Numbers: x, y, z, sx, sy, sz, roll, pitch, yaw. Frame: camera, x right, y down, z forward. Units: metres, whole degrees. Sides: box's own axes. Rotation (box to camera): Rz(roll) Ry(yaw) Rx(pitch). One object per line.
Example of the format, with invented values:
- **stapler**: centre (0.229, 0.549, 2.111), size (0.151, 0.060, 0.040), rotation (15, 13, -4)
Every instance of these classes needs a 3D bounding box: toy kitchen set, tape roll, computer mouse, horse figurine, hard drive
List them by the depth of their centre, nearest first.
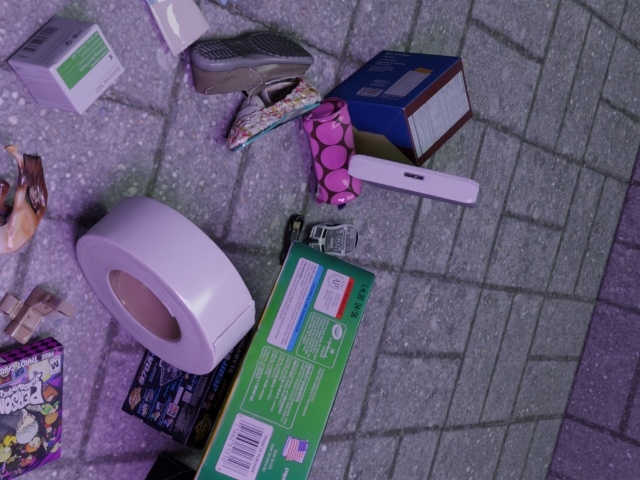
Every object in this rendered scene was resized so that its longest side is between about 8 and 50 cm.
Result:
- **horse figurine**: centre (-0.471, -0.026, 1.290), size (0.263, 0.066, 0.175), rotation (-33, 122, -36)
- **toy kitchen set**: centre (-0.425, 0.110, 1.389), size (0.083, 0.075, 0.068), rotation (-59, 139, -16)
- **tape roll**: centre (-0.236, 0.071, 1.435), size (0.100, 0.286, 0.286), rotation (-46, 135, -30)
- **hard drive**: centre (0.194, -0.111, 1.823), size (0.353, 0.233, 0.047), rotation (0, 103, -80)
- **computer mouse**: centre (0.000, 0.000, 1.898), size (0.193, 0.042, 0.106), rotation (-1, 100, -45)

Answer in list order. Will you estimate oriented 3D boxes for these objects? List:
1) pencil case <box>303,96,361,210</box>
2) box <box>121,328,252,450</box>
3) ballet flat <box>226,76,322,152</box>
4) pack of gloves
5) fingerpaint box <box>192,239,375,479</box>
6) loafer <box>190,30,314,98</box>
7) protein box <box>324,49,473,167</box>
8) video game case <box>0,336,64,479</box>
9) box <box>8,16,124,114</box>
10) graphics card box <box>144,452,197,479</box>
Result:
- **pencil case**: centre (0.020, -0.168, 1.817), size (0.098, 0.095, 0.209), rotation (-16, 123, -6)
- **box**: centre (-0.228, 0.219, 1.591), size (0.051, 0.175, 0.220), rotation (29, 80, -49)
- **ballet flat**: centre (-0.095, -0.231, 1.676), size (0.241, 0.091, 0.077), rotation (-36, 99, -43)
- **pack of gloves**: centre (-0.222, -0.441, 1.470), size (0.195, 0.046, 0.232), rotation (-43, 132, -16)
- **fingerpaint box**: centre (-0.081, 0.290, 1.573), size (0.371, 0.163, 0.445), rotation (115, -3, -55)
- **loafer**: centre (-0.121, -0.297, 1.610), size (0.251, 0.094, 0.087), rotation (-12, 138, -38)
- **protein box**: centre (0.157, -0.264, 1.854), size (0.201, 0.199, 0.136), rotation (-43, 130, -33)
- **video game case**: centre (-0.487, 0.271, 1.386), size (0.232, 0.041, 0.210), rotation (-17, 124, -46)
- **box**: centre (-0.355, -0.245, 1.317), size (0.101, 0.102, 0.087), rotation (-53, 140, -25)
- **graphics card box**: centre (-0.233, 0.580, 1.790), size (0.233, 0.094, 0.371), rotation (-60, 141, -15)
